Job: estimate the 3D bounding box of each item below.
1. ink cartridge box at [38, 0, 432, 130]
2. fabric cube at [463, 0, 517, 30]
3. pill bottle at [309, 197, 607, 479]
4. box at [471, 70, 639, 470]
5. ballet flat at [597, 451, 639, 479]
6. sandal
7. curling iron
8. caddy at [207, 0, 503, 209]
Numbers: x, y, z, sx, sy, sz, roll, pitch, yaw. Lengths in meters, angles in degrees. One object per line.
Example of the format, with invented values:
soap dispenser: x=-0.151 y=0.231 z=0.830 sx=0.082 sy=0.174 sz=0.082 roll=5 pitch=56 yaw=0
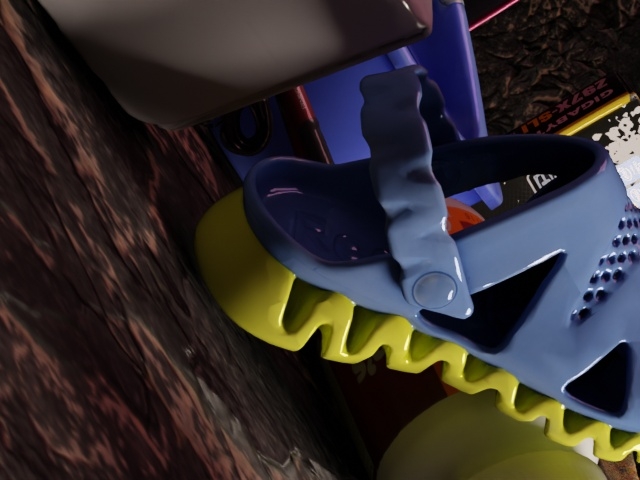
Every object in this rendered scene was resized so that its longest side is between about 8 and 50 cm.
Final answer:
ink cartridge box: x=-0.072 y=-0.299 z=0.988 sx=0.285 sy=0.166 sz=0.395 roll=51 pitch=30 yaw=-42
fabric cube: x=0.007 y=-0.294 z=1.596 sx=0.259 sy=0.254 sz=0.258 roll=55 pitch=9 yaw=-26
pill bottle: x=0.074 y=0.088 z=1.022 sx=0.121 sy=0.121 sz=0.221 roll=51 pitch=10 yaw=-46
box: x=0.229 y=0.050 z=1.682 sx=0.322 sy=0.257 sz=0.079 roll=57 pitch=7 yaw=-21
ballet flat: x=0.151 y=0.173 z=1.271 sx=0.123 sy=0.123 sz=0.348 roll=55 pitch=8 yaw=-27
sandal: x=0.107 y=0.010 z=0.920 sx=0.317 sy=0.138 sz=0.126 roll=15 pitch=37 yaw=-17
curling iron: x=0.000 y=0.000 z=1.162 sx=0.274 sy=0.068 sz=0.035 roll=62 pitch=5 yaw=-14
caddy: x=0.005 y=-0.148 z=1.290 sx=0.341 sy=0.179 sz=0.241 roll=62 pitch=9 yaw=24
